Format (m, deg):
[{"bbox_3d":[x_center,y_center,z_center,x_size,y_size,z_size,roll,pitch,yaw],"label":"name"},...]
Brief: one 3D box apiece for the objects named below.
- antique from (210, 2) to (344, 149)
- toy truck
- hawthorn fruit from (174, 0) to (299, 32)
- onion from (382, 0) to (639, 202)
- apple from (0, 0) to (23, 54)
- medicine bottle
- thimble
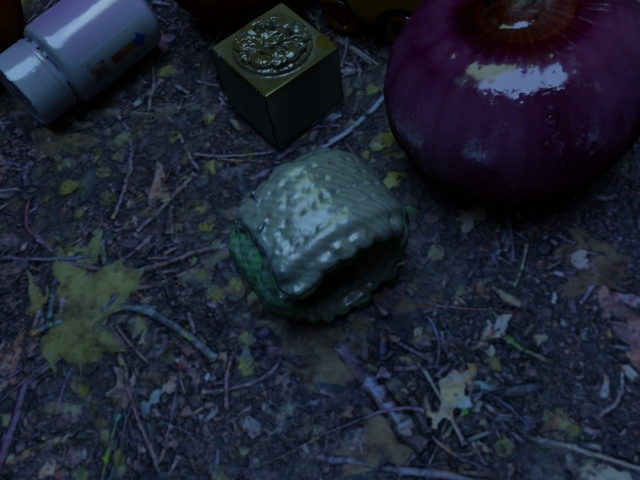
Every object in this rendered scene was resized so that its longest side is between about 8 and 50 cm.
[{"bbox_3d":[-0.066,-0.258,1.027,0.152,0.148,0.146,-38,65,-16],"label":"antique"},{"bbox_3d":[0.131,-0.446,1.059,0.288,0.212,0.204,29,70,25],"label":"toy truck"},{"bbox_3d":[-0.169,-0.496,1.103,0.330,0.287,0.287,22,67,19],"label":"hawthorn fruit"},{"bbox_3d":[0.246,-0.230,0.881,0.358,0.345,0.359,-28,44,30],"label":"onion"},{"bbox_3d":[-0.633,-0.392,1.121,0.260,0.216,0.261,5,79,-25],"label":"apple"},{"bbox_3d":[-0.405,-0.320,1.110,0.152,0.152,0.254,38,73,25],"label":"medicine bottle"},{"bbox_3d":[0.000,0.000,0.830,0.219,0.219,0.150,-33,64,-10],"label":"thimble"}]
